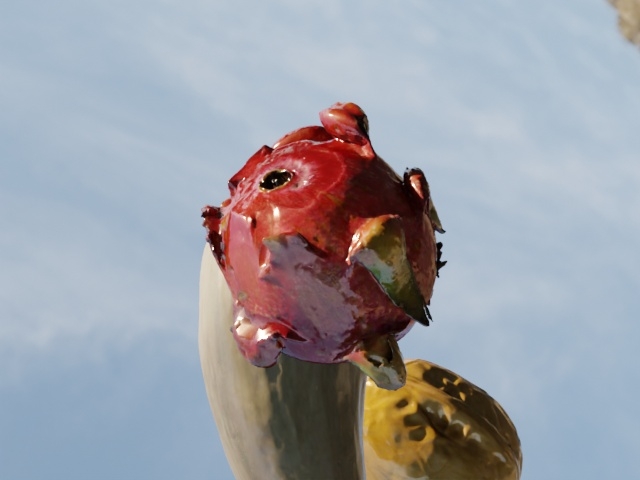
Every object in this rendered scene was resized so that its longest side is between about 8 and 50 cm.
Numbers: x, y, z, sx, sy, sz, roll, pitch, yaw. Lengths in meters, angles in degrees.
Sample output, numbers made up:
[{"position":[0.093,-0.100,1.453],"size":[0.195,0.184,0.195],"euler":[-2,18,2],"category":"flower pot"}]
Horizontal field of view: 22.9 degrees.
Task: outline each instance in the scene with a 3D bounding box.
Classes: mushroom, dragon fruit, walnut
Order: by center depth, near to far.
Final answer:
[{"position":[-0.003,-0.004,0.713],"size":[0.068,0.112,0.126],"euler":[63,-147,-57],"category":"dragon fruit"},{"position":[-0.014,0.069,0.879],"size":[0.108,0.096,0.247],"euler":[3,-98,-30],"category":"mushroom"},{"position":[0.105,0.203,1.567],"size":[0.206,0.159,0.159],"euler":[30,-150,6],"category":"walnut"}]
